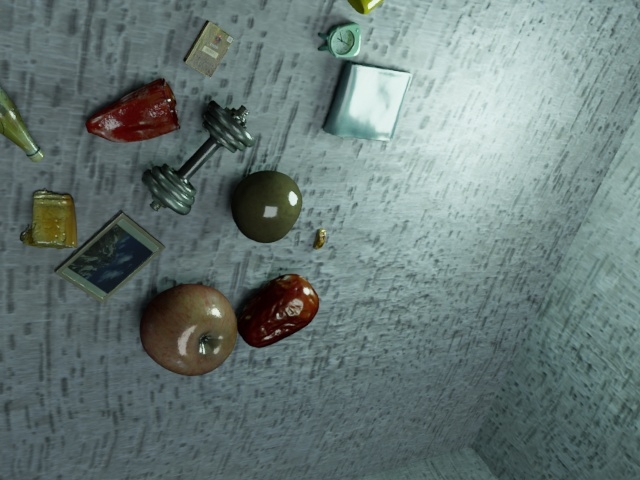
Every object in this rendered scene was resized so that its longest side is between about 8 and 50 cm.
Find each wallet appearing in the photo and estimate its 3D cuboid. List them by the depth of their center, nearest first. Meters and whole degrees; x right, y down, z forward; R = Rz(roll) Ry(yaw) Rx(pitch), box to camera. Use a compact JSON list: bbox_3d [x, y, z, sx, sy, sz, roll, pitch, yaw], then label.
[{"bbox_3d":[0.166,-0.462,2.020,0.290,0.054,0.251,-1,123,-32],"label":"wallet"}]

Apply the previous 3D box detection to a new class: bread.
[{"bbox_3d":[-0.780,-0.042,1.737,0.140,0.169,0.160,6,158,-34],"label":"bread"}]

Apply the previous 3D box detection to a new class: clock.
[{"bbox_3d":[0.059,-0.616,1.853,0.135,0.041,0.101,-13,128,-22],"label":"clock"}]

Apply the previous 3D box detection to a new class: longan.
[{"bbox_3d":[-0.171,-0.105,1.954,0.248,0.248,0.248,-16,128,-22],"label":"longan"}]

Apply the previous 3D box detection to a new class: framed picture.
[{"bbox_3d":[-0.660,0.057,1.901,0.281,0.019,0.209,-43,133,1],"label":"framed picture"}]

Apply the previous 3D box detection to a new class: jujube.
[{"bbox_3d":[-0.157,0.263,2.235,0.318,0.223,0.223,-38,133,2],"label":"jujube"}]

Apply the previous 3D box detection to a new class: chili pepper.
[{"bbox_3d":[-0.516,-0.337,1.667,0.253,0.136,0.144,-22,176,-4],"label":"chili pepper"}]

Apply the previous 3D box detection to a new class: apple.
[{"bbox_3d":[-0.435,0.310,2.047,0.345,0.269,0.344,-16,127,-22],"label":"apple"}]

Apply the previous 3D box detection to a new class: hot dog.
[{"bbox_3d":[0.000,0.000,2.256,0.030,0.034,0.090,-3,122,-31],"label":"hot dog"}]

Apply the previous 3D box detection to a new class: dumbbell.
[{"bbox_3d":[-0.357,-0.241,1.770,0.406,0.179,0.179,-46,133,4],"label":"dumbbell"}]

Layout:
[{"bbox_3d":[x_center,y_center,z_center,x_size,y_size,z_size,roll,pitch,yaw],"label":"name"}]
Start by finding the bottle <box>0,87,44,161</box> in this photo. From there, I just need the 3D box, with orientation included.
[{"bbox_3d":[-0.795,-0.306,1.518,0.083,0.083,0.269,-34,133,-7],"label":"bottle"}]

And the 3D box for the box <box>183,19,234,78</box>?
[{"bbox_3d":[-0.314,-0.536,1.693,0.090,0.023,0.133,23,107,-42],"label":"box"}]

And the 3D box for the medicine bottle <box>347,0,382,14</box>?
[{"bbox_3d":[0.175,-0.773,1.759,0.212,0.122,0.122,-40,133,-2],"label":"medicine bottle"}]
